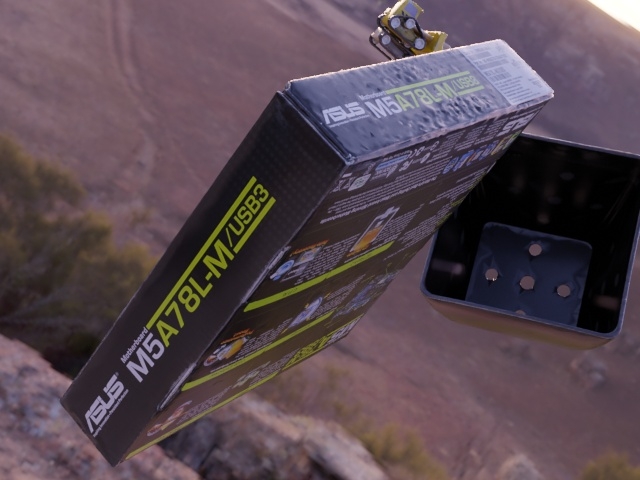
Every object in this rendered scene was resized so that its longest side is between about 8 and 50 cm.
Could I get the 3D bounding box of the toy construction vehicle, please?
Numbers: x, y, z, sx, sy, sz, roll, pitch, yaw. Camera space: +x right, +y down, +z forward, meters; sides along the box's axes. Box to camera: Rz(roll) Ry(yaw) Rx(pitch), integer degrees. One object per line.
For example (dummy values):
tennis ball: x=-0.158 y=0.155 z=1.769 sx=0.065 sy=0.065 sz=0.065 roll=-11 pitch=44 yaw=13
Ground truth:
toy construction vehicle: x=0.077 y=-0.136 z=0.790 sx=0.098 sy=0.035 sz=0.086 roll=37 pitch=-2 yaw=-21

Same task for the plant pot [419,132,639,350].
plant pot: x=0.214 y=0.017 z=1.132 sx=0.187 sy=0.188 sz=0.167 roll=12 pitch=-21 yaw=12

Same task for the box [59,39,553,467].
box: x=0.000 y=0.000 z=0.492 sx=0.045 sy=0.184 sz=0.190 roll=49 pitch=34 yaw=12
